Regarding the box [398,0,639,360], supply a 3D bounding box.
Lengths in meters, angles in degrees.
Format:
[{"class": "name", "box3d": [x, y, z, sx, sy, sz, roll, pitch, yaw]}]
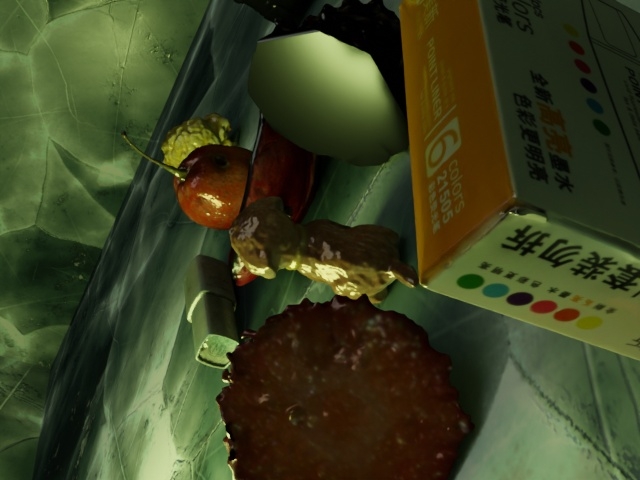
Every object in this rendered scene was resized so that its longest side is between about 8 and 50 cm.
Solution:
[{"class": "box", "box3d": [0.164, -0.066, 0.496, 0.091, 0.221, 0.274, -51, 30, 43]}]

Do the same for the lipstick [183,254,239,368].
[{"class": "lipstick", "box3d": [-0.190, 0.121, 1.340, 0.077, 0.079, 0.253, -60, 25, 18]}]

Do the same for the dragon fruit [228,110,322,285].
[{"class": "dragon fruit", "box3d": [-0.052, -0.112, 1.136, 0.282, 0.100, 0.343, 89, -166, -65]}]

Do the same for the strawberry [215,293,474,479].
[{"class": "strawberry", "box3d": [0.028, 0.160, 0.729, 0.178, 0.234, 0.234, -11, -56, -82]}]

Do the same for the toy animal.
[{"class": "toy animal", "box3d": [-0.002, 0.010, 0.857, 0.184, 0.185, 0.104, 12, 80, 68]}]

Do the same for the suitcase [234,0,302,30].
[{"class": "suitcase", "box3d": [-0.049, -0.661, 1.597, 0.345, 0.188, 0.339, -51, 23, 41]}]

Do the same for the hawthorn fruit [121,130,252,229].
[{"class": "hawthorn fruit", "box3d": [-0.233, -0.112, 1.372, 0.165, 0.285, 0.165, -30, 54, 51]}]

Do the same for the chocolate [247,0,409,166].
[{"class": "chocolate", "box3d": [0.036, -0.229, 0.975, 0.206, 0.224, 0.177, 1, 52, 36]}]

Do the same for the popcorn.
[{"class": "popcorn", "box3d": [-0.277, -0.216, 1.753, 0.180, 0.170, 0.180, -172, 90, -82]}]
